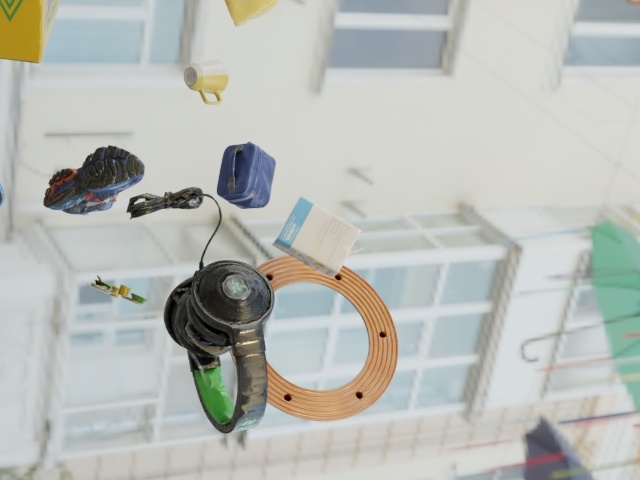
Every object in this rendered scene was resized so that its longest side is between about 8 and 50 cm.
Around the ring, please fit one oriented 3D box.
[{"bbox_3d":[-0.016,0.180,2.498,0.032,0.337,0.336,124,-45,-57],"label":"ring"}]

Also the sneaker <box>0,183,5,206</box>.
[{"bbox_3d":[-0.661,-0.128,2.525,0.067,0.078,0.188,-12,-63,35],"label":"sneaker"}]

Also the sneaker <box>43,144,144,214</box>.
[{"bbox_3d":[-0.361,-0.094,2.228,0.221,0.087,0.083,-14,-119,41],"label":"sneaker"}]

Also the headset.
[{"bbox_3d":[-0.189,0.110,2.125,0.243,0.185,0.394,151,-70,-65],"label":"headset"}]

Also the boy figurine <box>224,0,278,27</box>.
[{"bbox_3d":[-0.143,-0.411,1.951,0.285,0.092,0.177,56,0,29],"label":"boy figurine"}]

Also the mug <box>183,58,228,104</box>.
[{"bbox_3d":[-0.200,-0.281,2.355,0.078,0.064,0.062,43,-60,29],"label":"mug"}]

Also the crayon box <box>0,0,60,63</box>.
[{"bbox_3d":[-0.368,-0.363,1.667,0.202,0.081,0.318,-92,-171,-53],"label":"crayon box"}]

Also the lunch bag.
[{"bbox_3d":[-0.113,-0.102,2.037,0.067,0.065,0.098,-5,-112,32],"label":"lunch bag"}]

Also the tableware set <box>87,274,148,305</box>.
[{"bbox_3d":[-0.395,0.099,2.652,0.024,0.104,0.154,-68,-160,-10],"label":"tableware set"}]

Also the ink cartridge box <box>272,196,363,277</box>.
[{"bbox_3d":[0.000,0.000,2.402,0.090,0.143,0.092,-61,-177,-11],"label":"ink cartridge box"}]
